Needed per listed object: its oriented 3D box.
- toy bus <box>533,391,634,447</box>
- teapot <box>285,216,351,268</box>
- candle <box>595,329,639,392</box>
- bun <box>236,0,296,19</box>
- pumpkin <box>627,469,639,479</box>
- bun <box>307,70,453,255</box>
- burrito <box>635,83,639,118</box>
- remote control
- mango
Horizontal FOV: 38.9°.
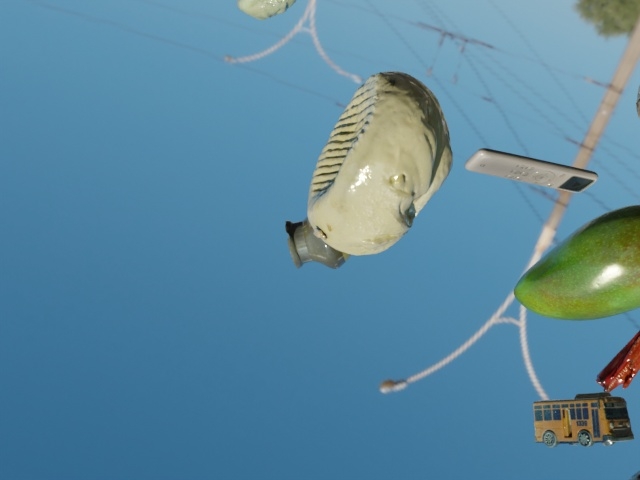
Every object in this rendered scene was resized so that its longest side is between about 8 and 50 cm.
[{"bbox_3d":[0.515,0.353,1.782,0.091,0.103,0.182,6,166,-36],"label":"toy bus"},{"bbox_3d":[0.000,0.000,1.747,0.119,0.130,0.165,-14,163,6],"label":"teapot"},{"bbox_3d":[0.815,0.266,2.301,0.084,0.301,0.059,39,-177,42],"label":"candle"},{"bbox_3d":[-0.089,-0.548,1.848,0.108,0.221,0.221,25,-158,-28],"label":"bun"},{"bbox_3d":[0.665,0.498,1.698,0.163,0.233,0.233,52,-144,13],"label":"pumpkin"},{"bbox_3d":[0.088,-0.100,1.241,0.160,0.259,0.259,22,-155,-15],"label":"bun"},{"bbox_3d":[0.725,-0.264,1.782,0.107,0.175,0.348,27,-178,-15],"label":"burrito"},{"bbox_3d":[0.395,-0.126,1.687,0.261,0.067,0.029,9,-117,-20],"label":"remote control"},{"bbox_3d":[0.582,0.057,1.873,0.225,0.382,0.201,15,-125,-60],"label":"mango"}]
